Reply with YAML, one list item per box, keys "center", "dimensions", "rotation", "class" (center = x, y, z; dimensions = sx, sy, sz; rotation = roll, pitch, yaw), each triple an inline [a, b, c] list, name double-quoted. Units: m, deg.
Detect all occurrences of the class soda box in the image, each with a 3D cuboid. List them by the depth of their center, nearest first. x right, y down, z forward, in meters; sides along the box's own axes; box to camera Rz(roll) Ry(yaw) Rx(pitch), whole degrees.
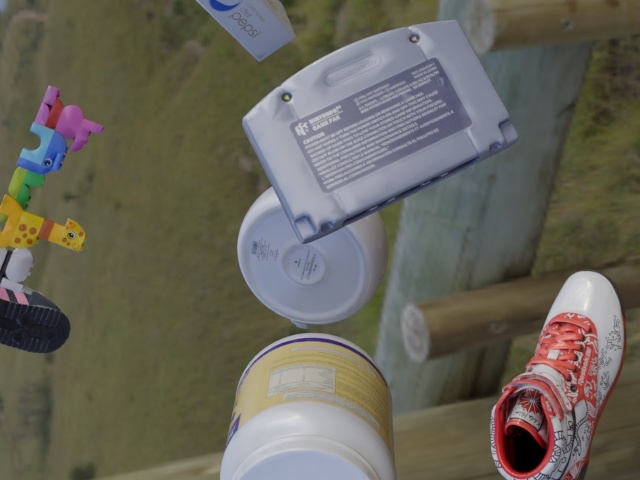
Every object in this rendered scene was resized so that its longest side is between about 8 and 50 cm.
- center: [-0.121, -0.338, 1.613]
  dimensions: [0.216, 0.069, 0.074]
  rotation: [38, -155, -53]
  class: "soda box"

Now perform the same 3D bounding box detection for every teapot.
- center: [0.000, 0.000, 1.870]
  dimensions: [0.253, 0.256, 0.187]
  rotation: [56, -152, -14]
  class: "teapot"

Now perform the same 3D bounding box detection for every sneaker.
- center: [0.259, 0.146, 1.282]
  dimensions: [0.090, 0.145, 0.270]
  rotation: [10, 78, 31]
  class: "sneaker"
- center: [-0.588, 0.101, 2.021]
  dimensions: [0.112, 0.319, 0.131]
  rotation: [-59, 36, 1]
  class: "sneaker"

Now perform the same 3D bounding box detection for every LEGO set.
- center: [-0.282, -0.038, 1.238]
  dimensions: [0.087, 0.093, 0.227]
  rotation: [-146, 78, -76]
  class: "LEGO set"

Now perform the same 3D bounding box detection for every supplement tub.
- center: [-0.014, 0.299, 1.669]
  dimensions: [0.331, 0.240, 0.241]
  rotation: [-84, -5, -70]
  class: "supplement tub"

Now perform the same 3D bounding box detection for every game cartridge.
- center: [0.066, -0.142, 1.428]
  dimensions: [0.060, 0.294, 0.196]
  rotation: [105, 140, -80]
  class: "game cartridge"
